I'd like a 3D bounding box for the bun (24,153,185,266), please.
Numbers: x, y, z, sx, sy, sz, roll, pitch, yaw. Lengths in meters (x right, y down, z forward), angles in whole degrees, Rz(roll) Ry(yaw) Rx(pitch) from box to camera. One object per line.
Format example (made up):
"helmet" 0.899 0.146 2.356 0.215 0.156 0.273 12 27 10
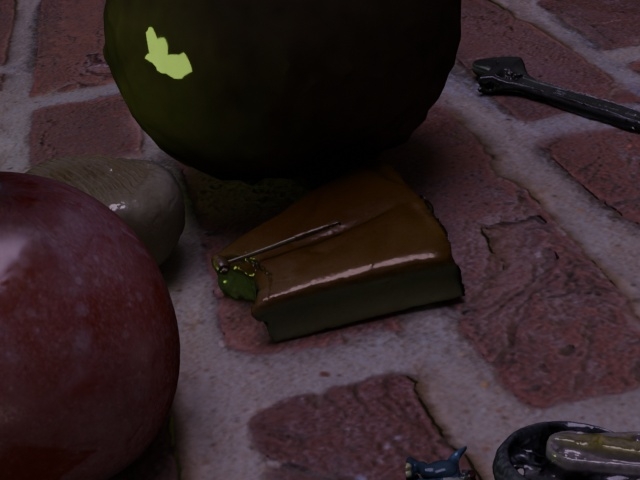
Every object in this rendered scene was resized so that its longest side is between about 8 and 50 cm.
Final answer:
"bun" -0.217 -0.016 1.112 0.166 0.113 0.173 -3 24 -6

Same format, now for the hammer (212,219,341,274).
"hammer" -0.038 0.004 1.010 0.123 0.014 0.029 -19 36 -14

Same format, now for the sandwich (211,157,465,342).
"sandwich" 0.000 0.000 1.073 0.212 0.063 0.245 -13 25 -7

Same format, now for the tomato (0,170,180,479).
"tomato" -0.241 0.066 0.827 0.270 0.227 0.270 -4 26 2

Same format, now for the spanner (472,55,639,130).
"spanner" 0.295 -0.182 1.399 0.093 0.026 0.325 -21 31 -27

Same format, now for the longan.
"longan" -0.038 -0.232 1.207 0.391 0.391 0.391 -7 26 3

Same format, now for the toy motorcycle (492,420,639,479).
"toy motorcycle" 0.260 0.169 0.607 0.340 0.108 0.223 5 22 10

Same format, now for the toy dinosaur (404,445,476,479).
"toy dinosaur" 0.078 0.168 0.747 0.047 0.030 0.083 0 28 15
